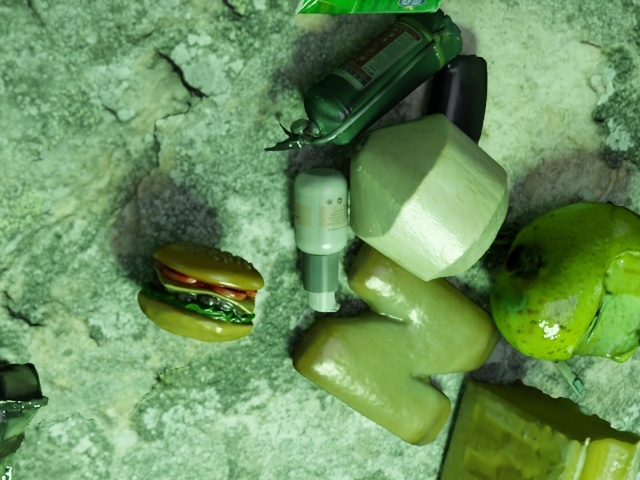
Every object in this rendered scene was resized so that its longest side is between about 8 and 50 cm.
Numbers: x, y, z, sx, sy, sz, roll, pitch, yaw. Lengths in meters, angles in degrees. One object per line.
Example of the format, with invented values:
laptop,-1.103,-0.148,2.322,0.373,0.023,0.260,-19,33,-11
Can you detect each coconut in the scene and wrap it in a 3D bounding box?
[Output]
coconut,0.132,-0.065,1.702,0.222,0.202,0.202,38,84,-17

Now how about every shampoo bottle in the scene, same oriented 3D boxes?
shampoo bottle,0.000,0.000,1.731,0.074,0.074,0.192,-8,109,-27

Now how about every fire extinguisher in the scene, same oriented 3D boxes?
fire extinguisher,0.055,-0.199,1.684,0.294,0.118,0.093,-40,125,-18

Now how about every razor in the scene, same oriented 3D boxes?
razor,0.191,-0.190,1.795,0.090,0.054,0.148,0,105,-33

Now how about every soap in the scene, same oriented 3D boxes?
soap,0.302,0.392,1.885,0.156,0.293,0.335,7,102,-32

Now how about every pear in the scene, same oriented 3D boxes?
pear,0.372,0.057,1.873,0.255,0.164,0.238,7,102,-47

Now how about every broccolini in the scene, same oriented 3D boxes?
broccolini,0.216,-0.001,1.865,0.254,0.057,0.071,10,56,-34

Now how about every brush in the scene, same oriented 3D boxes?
brush,0.403,0.220,2.056,0.016,0.013,0.083,-44,119,-9

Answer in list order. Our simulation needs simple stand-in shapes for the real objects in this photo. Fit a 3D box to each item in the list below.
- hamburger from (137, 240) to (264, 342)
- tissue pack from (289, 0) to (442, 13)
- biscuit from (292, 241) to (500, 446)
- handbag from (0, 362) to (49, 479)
hamburger,-0.150,0.065,1.617,0.162,0.162,0.115,12,96,-31
tissue pack,0.043,-0.354,1.620,0.209,0.148,0.156,-5,146,-29
biscuit,0.118,0.150,1.847,0.291,0.062,0.236,38,84,-31
handbag,-0.503,0.305,1.492,0.327,0.162,0.325,-1,108,-37
